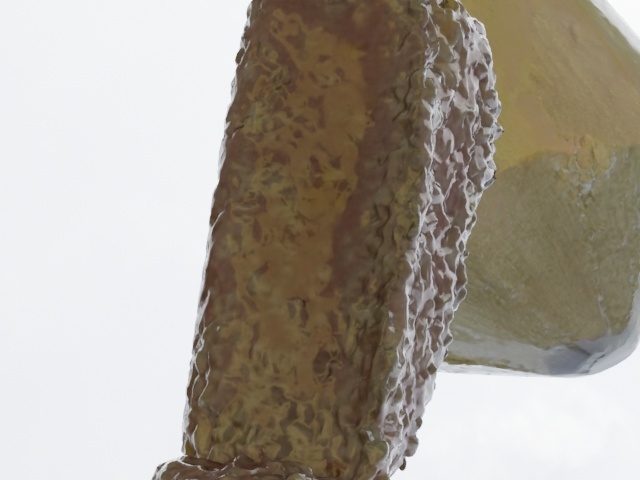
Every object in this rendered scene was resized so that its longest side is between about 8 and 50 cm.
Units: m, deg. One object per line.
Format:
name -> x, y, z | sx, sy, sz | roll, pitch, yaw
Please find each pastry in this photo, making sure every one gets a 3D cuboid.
pastry -> 0.005, 0.009, 0.757 | 0.103, 0.112, 0.265 | 0, -121, 32

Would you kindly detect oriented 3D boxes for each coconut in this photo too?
coconut -> 0.107, -0.030, 1.137 | 0.239, 0.239, 0.244 | -31, -117, -3
